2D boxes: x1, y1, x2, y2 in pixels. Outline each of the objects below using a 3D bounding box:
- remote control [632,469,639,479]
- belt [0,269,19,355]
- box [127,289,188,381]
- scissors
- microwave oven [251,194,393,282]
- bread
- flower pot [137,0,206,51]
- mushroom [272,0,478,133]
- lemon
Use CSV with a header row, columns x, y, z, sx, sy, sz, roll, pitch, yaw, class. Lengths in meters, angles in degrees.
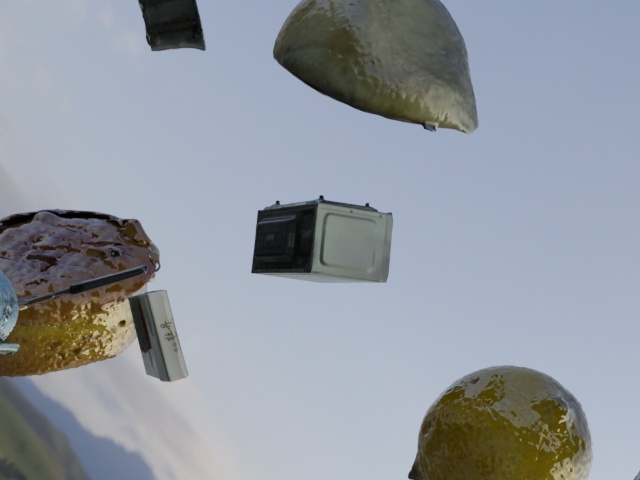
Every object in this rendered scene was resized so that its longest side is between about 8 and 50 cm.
x,y,z,sx,sy,sz,roll,pitch,yaw,class
0.442,0.261,1.432,0.077,0.245,0.022,-37,-96,31,remote control
-0.483,0.079,1.506,0.082,0.163,0.148,20,69,-78,belt
-0.207,0.118,1.433,0.198,0.029,0.109,166,-90,-74,box
-0.345,0.068,1.609,0.088,0.220,0.017,-31,105,-81,scissors
0.000,0.000,1.861,0.205,0.163,0.129,-4,-102,58,microwave oven
-0.453,0.083,1.940,0.337,0.358,0.204,40,-40,45,bread
-0.279,-0.417,2.120,0.157,0.107,0.157,166,-90,-86,flower pot
0.119,-0.260,1.617,0.292,0.212,0.217,25,6,-34,mushroom
0.256,0.286,1.572,0.253,0.228,0.228,-26,-78,46,lemon
